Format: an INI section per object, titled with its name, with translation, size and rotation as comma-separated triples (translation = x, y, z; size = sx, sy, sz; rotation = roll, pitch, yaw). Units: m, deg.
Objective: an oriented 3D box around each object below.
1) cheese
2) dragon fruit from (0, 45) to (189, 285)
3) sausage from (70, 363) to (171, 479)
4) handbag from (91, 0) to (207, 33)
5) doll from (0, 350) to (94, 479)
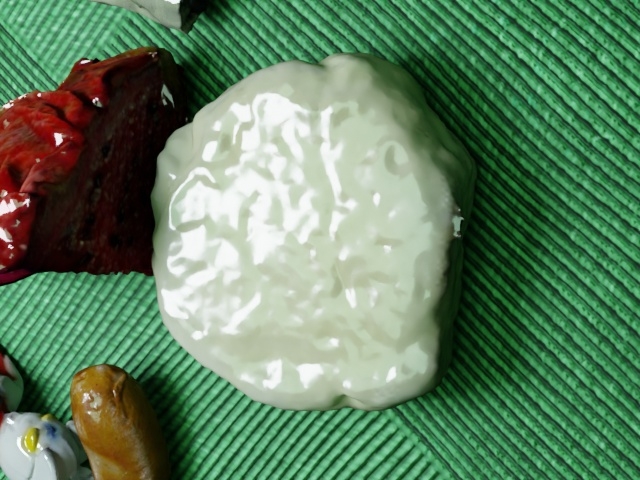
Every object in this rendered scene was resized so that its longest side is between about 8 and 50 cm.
[cheese]
translation = 0.000, 0.000, 1.038
size = 0.326, 0.115, 0.318
rotation = 47, 107, 8
[dragon fruit]
translation = -0.219, -0.033, 1.068
size = 0.240, 0.330, 0.302
rotation = 27, 104, -1
[sausage]
translation = -0.198, 0.269, 1.168
size = 0.076, 0.102, 0.302
rotation = 15, 105, 62
[handbag]
translation = -0.180, -0.375, 1.104
size = 0.253, 0.109, 0.316
rotation = 23, 103, 17
[doll]
translation = -0.397, 0.153, 1.213
size = 0.384, 0.188, 0.099
rotation = 33, 129, 1
